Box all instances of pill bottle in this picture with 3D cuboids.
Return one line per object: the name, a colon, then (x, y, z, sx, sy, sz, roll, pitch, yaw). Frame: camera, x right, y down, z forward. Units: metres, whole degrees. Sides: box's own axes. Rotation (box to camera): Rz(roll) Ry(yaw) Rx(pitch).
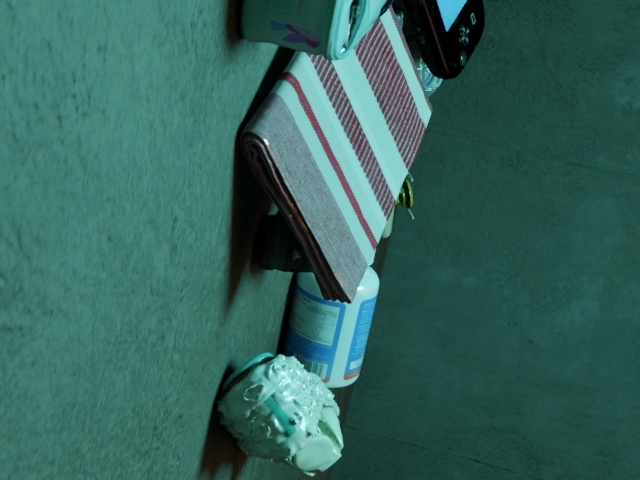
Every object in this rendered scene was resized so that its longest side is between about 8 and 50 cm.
pill bottle: (0.018, 0.094, 1.516, 0.124, 0.124, 0.221, -56, 159, -69)

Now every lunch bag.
lunch bag: (0.018, -0.293, 0.855, 0.224, 0.108, 0.279, -64, 166, -59)

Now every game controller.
game controller: (0.149, -0.376, 1.356, 0.166, 0.067, 0.319, -51, 134, -31)

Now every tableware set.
tableware set: (0.120, -0.115, 1.600, 0.104, 0.024, 0.154, -111, -168, -55)

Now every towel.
towel: (0.029, -0.127, 1.106, 0.237, 0.037, 0.329, 63, 39, -36)

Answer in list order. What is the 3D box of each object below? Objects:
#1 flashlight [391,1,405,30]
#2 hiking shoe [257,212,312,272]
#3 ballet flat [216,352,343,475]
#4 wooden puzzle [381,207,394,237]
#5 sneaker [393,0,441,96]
flashlight: (0.058, -0.178, 1.419, 0.103, 0.103, 0.304, -116, -149, -59)
hiking shoe: (0.000, 0.000, 1.237, 0.227, 0.114, 0.086, -52, 157, -70)
ballet flat: (-0.037, 0.243, 1.310, 0.409, 0.147, 0.146, 60, 44, -75)
wooden puzzle: (0.080, -0.154, 1.612, 0.221, 0.044, 0.238, 90, -9, -60)
sneaker: (0.109, -0.354, 1.490, 0.129, 0.111, 0.297, -133, -139, -68)
